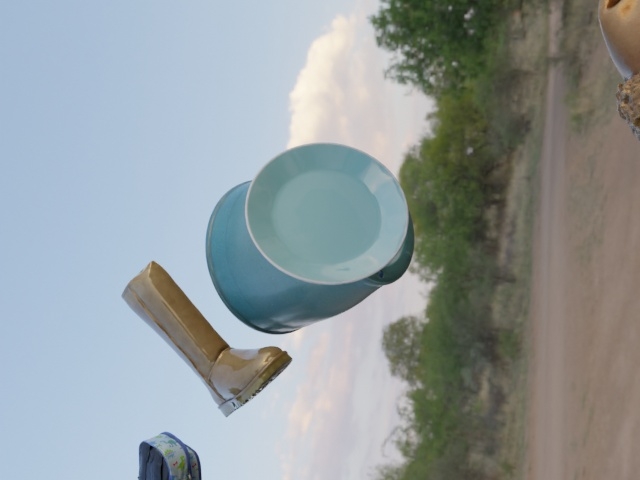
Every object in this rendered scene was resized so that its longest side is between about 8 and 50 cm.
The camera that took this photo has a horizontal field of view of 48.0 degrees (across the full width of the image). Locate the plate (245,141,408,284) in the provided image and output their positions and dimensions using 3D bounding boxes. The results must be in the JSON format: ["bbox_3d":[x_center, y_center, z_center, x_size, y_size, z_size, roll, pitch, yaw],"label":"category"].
[{"bbox_3d":[0.007,-0.030,0.827,0.024,0.188,0.188,101,-175,-61],"label":"plate"}]

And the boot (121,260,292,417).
[{"bbox_3d":[-0.190,0.141,1.126,0.089,0.269,0.236,-37,-5,-42],"label":"boot"}]

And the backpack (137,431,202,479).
[{"bbox_3d":[-0.250,0.376,1.182,0.084,0.105,0.114,-15,-69,-45],"label":"backpack"}]

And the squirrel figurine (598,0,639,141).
[{"bbox_3d":[0.661,-0.323,1.122,0.281,0.371,0.396,39,-124,-26],"label":"squirrel figurine"}]

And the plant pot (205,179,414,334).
[{"bbox_3d":[0.000,0.000,1.152,0.272,0.255,0.271,16,-113,-41],"label":"plant pot"}]
